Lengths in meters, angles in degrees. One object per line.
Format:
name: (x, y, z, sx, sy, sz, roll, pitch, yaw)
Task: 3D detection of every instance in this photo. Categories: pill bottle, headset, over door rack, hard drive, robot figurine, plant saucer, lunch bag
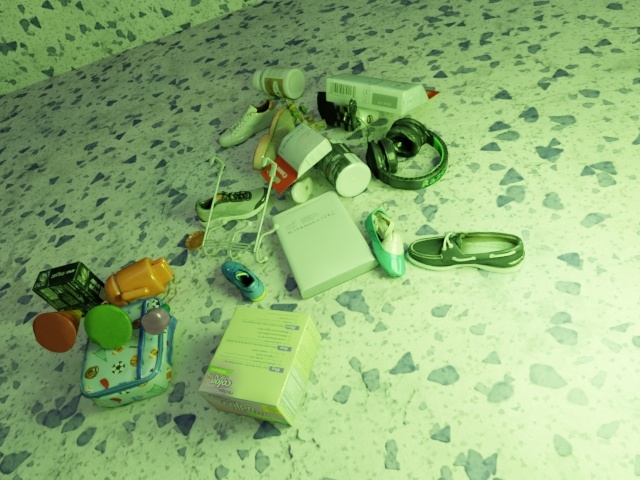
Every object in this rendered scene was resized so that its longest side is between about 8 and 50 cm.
pill bottle: (-0.196, -0.724, 2.139, 0.229, 0.131, 0.131, 19, 57, 34)
headset: (0.240, -0.328, 1.557, 0.243, 0.185, 0.394, -40, 57, -18)
over door rack: (-0.251, -0.101, 1.501, 0.240, 0.108, 0.323, 6, 90, 29)
hard drive: (0.000, 0.000, 1.436, 0.233, 0.047, 0.353, -24, 44, -3)
pill bottle: (0.060, -0.263, 1.602, 0.131, 0.130, 0.245, -28, 45, -6)
robot figurine: (-0.576, 0.136, 1.468, 0.220, 0.128, 0.158, -28, 57, -6)
plant saucer: (-0.427, 0.001, 1.622, 0.084, 0.013, 0.083, -11, 45, 12)
lunch bag: (-0.526, 0.299, 1.309, 0.243, 0.114, 0.303, -18, 45, 1)

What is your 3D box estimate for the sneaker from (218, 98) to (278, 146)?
sneaker: (-0.320, -0.511, 1.992, 0.290, 0.123, 0.106, -32, 47, -8)

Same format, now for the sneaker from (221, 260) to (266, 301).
sneaker: (-0.241, 0.102, 1.408, 0.069, 0.082, 0.209, -41, 46, -16)

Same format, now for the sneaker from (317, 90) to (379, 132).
sneaker: (0.105, -0.514, 1.852, 0.146, 0.122, 0.330, -20, 40, -24)

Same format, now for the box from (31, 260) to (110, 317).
box: (-0.778, 0.163, 1.484, 0.148, 0.180, 0.077, -15, 46, 9)

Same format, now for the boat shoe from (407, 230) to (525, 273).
boat shoe: (0.378, 0.017, 1.241, 0.303, 0.091, 0.114, 0, 48, 21)

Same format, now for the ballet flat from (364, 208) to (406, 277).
ballet flat: (0.187, -0.006, 1.330, 0.083, 0.087, 0.247, 5, 39, -21)

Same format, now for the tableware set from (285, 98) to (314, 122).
tableware set: (-0.077, -0.518, 1.895, 0.024, 0.154, 0.103, -31, 73, 25)

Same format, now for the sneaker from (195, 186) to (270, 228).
sneaker: (-0.306, -0.128, 1.633, 0.272, 0.108, 0.100, -20, 43, 0)

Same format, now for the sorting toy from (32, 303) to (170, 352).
sorting toy: (-0.578, 0.213, 1.280, 0.366, 0.126, 0.126, -6, 17, 5)

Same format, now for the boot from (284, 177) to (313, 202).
boot: (-0.088, -0.162, 1.579, 0.086, 0.069, 0.190, -12, 13, 18)

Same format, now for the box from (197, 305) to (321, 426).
box: (-0.141, 0.301, 1.153, 0.214, 0.117, 0.242, 2, 48, 23)

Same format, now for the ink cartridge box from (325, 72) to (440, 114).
ink cartridge box: (0.248, -0.576, 1.751, 0.308, 0.091, 0.385, 19, 36, 27)

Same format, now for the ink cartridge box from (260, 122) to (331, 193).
ink cartridge box: (-0.097, -0.286, 1.594, 0.232, 0.066, 0.189, -38, 41, -5)

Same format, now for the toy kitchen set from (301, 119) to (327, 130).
toy kitchen set: (-0.027, -0.452, 1.857, 0.075, 0.068, 0.083, -4, 47, 21)

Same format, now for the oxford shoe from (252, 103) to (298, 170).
oxford shoe: (-0.138, -0.391, 1.829, 0.147, 0.140, 0.396, 17, 51, 2)
